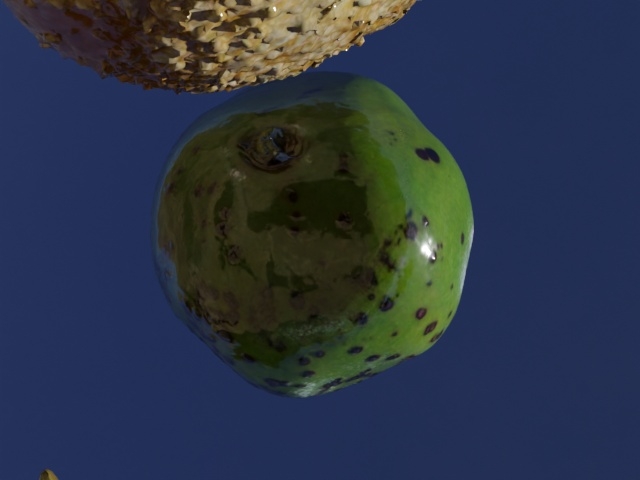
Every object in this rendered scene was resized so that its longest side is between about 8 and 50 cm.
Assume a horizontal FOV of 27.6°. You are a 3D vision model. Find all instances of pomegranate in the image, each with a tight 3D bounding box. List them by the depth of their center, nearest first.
[{"bbox_3d":[0.000,0.000,0.997,0.254,0.270,0.254,-11,-121,19],"label":"pomegranate"}]

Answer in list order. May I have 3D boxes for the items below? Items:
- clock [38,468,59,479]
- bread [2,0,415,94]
[{"bbox_3d":[-0.125,0.330,0.879,0.117,0.286,0.348,-16,-121,2],"label":"clock"},{"bbox_3d":[-0.004,-0.184,0.541,0.159,0.305,0.305,47,-73,18],"label":"bread"}]
